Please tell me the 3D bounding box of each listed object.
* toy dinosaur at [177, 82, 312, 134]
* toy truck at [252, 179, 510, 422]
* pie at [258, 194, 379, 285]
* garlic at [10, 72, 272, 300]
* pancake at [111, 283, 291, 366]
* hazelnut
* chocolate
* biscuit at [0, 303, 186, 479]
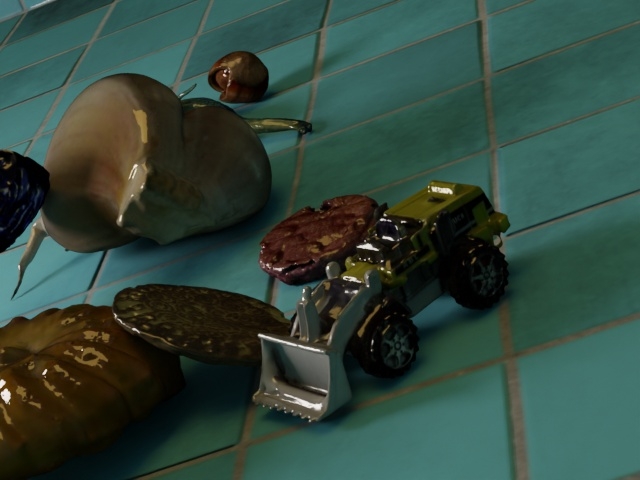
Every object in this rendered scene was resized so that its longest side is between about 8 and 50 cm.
[{"bbox_3d":[-0.161,-0.157,2.391,0.147,0.076,0.363,-13,15,-31],"label":"toy dinosaur"},{"bbox_3d":[0.052,0.048,1.618,0.286,0.111,0.136,-39,27,-28],"label":"toy truck"},{"bbox_3d":[0.000,0.000,1.892,0.153,0.038,0.153,-22,24,10],"label":"pie"},{"bbox_3d":[-0.207,-0.062,2.131,0.340,0.231,0.246,-27,54,49],"label":"garlic"},{"bbox_3d":[-0.104,0.079,1.701,0.199,0.021,0.199,12,16,-3],"label":"pancake"},{"bbox_3d":[-0.116,-0.228,2.499,0.086,0.086,0.086,-21,21,8],"label":"hazelnut"},{"bbox_3d":[-0.414,0.042,1.981,0.148,0.126,0.343,114,174,-57],"label":"chocolate"},{"bbox_3d":[-0.295,0.147,1.703,0.325,0.107,0.326,-19,12,4],"label":"biscuit"}]
